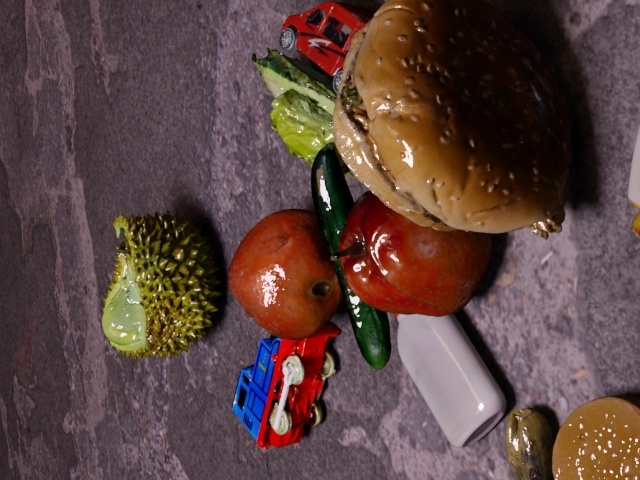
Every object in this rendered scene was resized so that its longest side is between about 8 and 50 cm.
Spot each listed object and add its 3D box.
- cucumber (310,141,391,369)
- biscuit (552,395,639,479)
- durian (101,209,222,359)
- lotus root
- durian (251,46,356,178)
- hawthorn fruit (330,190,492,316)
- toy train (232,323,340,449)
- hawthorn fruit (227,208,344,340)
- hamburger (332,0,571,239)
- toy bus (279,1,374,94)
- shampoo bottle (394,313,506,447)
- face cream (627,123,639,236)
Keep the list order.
[{"bbox_3d":[0.036,0.022,1.257,0.056,0.056,0.284,0,109,53],"label":"cucumber"},{"bbox_3d":[0.314,0.228,1.030,0.170,0.050,0.170,-2,88,49],"label":"biscuit"},{"bbox_3d":[-0.252,0.067,1.649,0.200,0.176,0.237,23,120,39],"label":"durian"},{"bbox_3d":[0.229,0.231,1.139,0.054,0.049,0.099,-6,91,45],"label":"lotus root"},{"bbox_3d":[0.008,-0.145,1.312,0.375,0.132,0.107,35,105,33],"label":"durian"},{"bbox_3d":[0.088,0.010,1.166,0.157,0.194,0.157,1,91,56],"label":"hawthorn fruit"},{"bbox_3d":[-0.050,0.193,1.480,0.131,0.082,0.204,43,128,43],"label":"toy train"},{"bbox_3d":[0.000,0.000,1.345,0.285,0.165,0.165,-50,56,26],"label":"hawthorn fruit"},{"bbox_3d":[0.136,-0.117,1.042,0.146,0.243,0.286,-23,94,50],"label":"hamburger"},{"bbox_3d":[0.033,-0.242,1.291,0.195,0.081,0.089,44,120,40],"label":"toy bus"},{"bbox_3d":[0.136,0.131,1.243,0.221,0.051,0.108,60,143,26],"label":"shampoo bottle"},{"bbox_3d":[0.322,-0.089,0.952,0.072,0.051,0.182,25,117,44],"label":"face cream"}]
